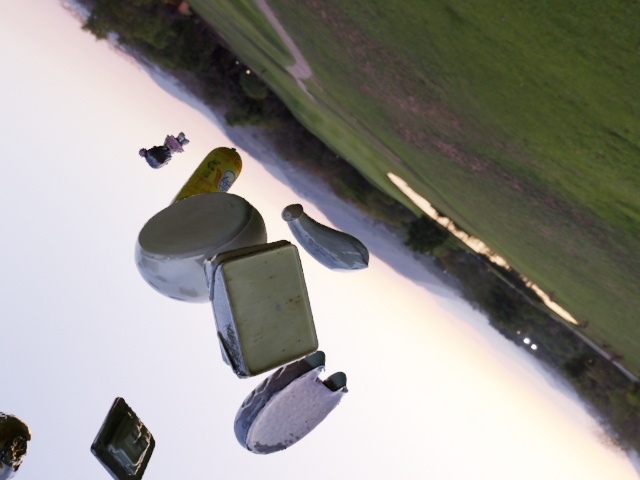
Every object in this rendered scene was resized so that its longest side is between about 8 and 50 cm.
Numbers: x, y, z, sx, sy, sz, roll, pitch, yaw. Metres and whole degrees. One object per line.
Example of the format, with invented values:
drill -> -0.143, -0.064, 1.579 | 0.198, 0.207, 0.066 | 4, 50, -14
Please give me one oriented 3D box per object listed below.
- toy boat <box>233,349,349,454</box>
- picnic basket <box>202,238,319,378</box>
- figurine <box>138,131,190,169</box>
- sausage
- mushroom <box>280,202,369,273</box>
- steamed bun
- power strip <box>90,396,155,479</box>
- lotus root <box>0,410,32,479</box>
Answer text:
toy boat -> -0.064, 0.295, 0.966 | 0.155, 0.227, 0.085 | 51, 176, -39
picnic basket -> -0.079, 0.086, 0.682 | 0.115, 0.164, 0.079 | -13, -174, -31
figurine -> -0.408, -0.240, 1.368 | 0.072, 0.129, 0.054 | 58, 173, -33
sausage -> -0.356, -0.155, 1.599 | 0.123, 0.347, 0.123 | 30, 164, 9
mushroom -> 0.000, 0.000, 1.363 | 0.270, 0.103, 0.118 | 31, 143, -20
steamed bun -> -0.201, 0.023, 0.918 | 0.232, 0.232, 0.145 | 45, 155, 52
power strip -> -0.517, 0.553, 1.428 | 0.198, 0.064, 0.213 | 61, -167, -22
lotus root -> -0.916, 0.551, 1.371 | 0.179, 0.397, 0.196 | 63, -150, -30
